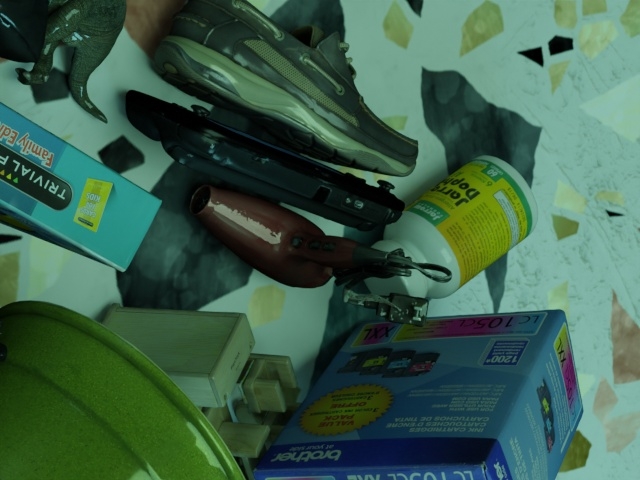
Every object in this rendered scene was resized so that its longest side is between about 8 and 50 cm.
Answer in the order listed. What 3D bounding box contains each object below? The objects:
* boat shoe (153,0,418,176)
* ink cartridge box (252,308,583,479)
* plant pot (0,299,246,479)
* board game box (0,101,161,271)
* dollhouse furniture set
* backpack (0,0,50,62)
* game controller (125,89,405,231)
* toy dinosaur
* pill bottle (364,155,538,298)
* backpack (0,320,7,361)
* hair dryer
[{"bbox_3d":[-0.013,-0.172,1.876,0.355,0.132,0.130,26,84,-40],"label":"boat shoe"},{"bbox_3d":[0.108,0.234,1.871,0.395,0.270,0.151,-53,132,-55],"label":"ink cartridge box"},{"bbox_3d":[-0.303,0.302,1.570,0.353,0.366,0.366,-41,123,-36],"label":"plant pot"},{"bbox_3d":[-0.346,-0.097,1.555,0.336,0.254,0.079,32,81,-38],"label":"board game box"},{"bbox_3d":[-0.139,0.194,1.845,0.212,0.161,0.242,-64,148,-45],"label":"dollhouse furniture set"},{"bbox_3d":[-0.316,-0.383,1.511,0.273,0.290,0.355,96,18,-68],"label":"backpack"},{"bbox_3d":[-0.058,-0.089,1.836,0.319,0.166,0.067,20,103,-39],"label":"game controller"},{"bbox_3d":[-0.252,-0.246,1.681,0.160,0.121,0.313,-38,118,-14],"label":"toy dinosaur"},{"bbox_3d":[0.149,-0.004,2.048,0.208,0.117,0.117,-35,119,-26],"label":"pill bottle"},{"bbox_3d":[-0.381,0.055,1.538,0.152,0.182,0.115,-28,151,0],"label":"backpack"},{"bbox_3d":[0.000,0.000,1.874,0.293,0.223,0.080,17,71,4],"label":"hair dryer"}]
